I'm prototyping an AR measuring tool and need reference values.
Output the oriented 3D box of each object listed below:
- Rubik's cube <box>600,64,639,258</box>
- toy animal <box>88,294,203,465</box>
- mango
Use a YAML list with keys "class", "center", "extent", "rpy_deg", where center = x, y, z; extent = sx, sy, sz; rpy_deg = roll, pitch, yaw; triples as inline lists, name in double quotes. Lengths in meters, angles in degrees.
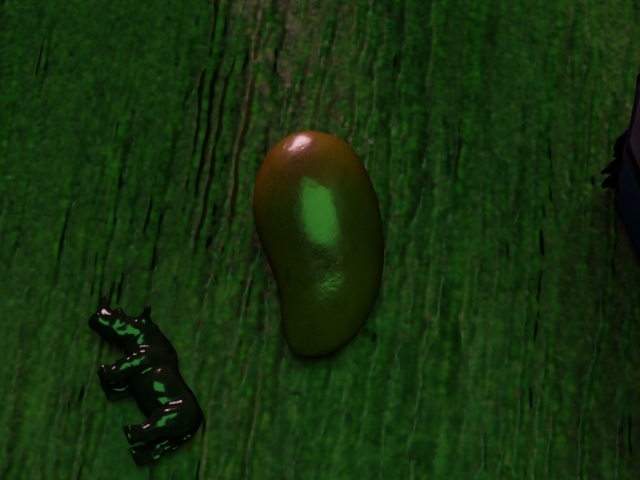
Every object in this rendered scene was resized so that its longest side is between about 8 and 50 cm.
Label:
- class: "Rubik's cube"
  center: [0.430, -0.006, 0.859]
  extent: [0.363, 0.362, 0.359]
  rpy_deg: [-18, 64, 1]
- class: "toy animal"
  center: [-0.140, 0.101, 0.989]
  extent: [0.065, 0.047, 0.136]
  rpy_deg: [-23, 68, -16]
- class: "mango"
  center: [0.000, 0.000, 1.014]
  extent: [0.102, 0.085, 0.184]
  rpy_deg: [-6, 73, -3]
